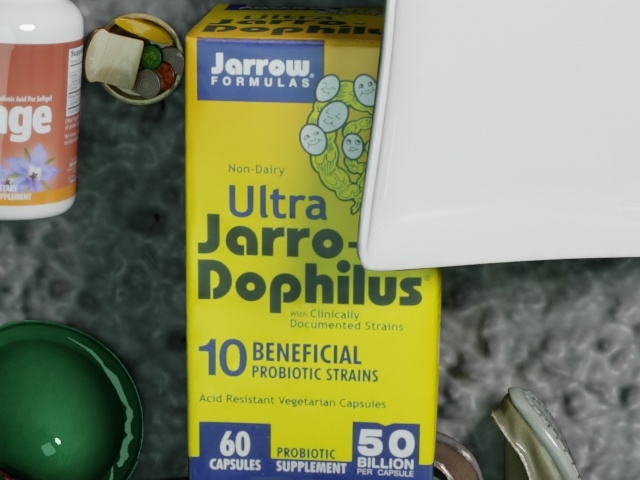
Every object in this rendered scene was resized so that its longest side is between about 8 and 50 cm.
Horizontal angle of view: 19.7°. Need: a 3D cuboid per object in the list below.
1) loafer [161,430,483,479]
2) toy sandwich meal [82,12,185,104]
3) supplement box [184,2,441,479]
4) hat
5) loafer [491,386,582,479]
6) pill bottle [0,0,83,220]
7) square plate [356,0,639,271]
[{"bbox_3d":[-0.037,0.260,1.573,0.366,0.130,0.133,-15,103,8],"label":"loafer"},{"bbox_3d":[-0.154,-0.150,1.527,0.086,0.029,0.085,1,105,4],"label":"toy sandwich meal"},{"bbox_3d":[0.000,0.000,1.470,0.194,0.195,0.356,1,104,4],"label":"supplement box"},{"bbox_3d":[-0.244,0.168,1.520,0.208,0.183,0.173,23,98,7],"label":"hat"},{"bbox_3d":[0.191,0.245,1.572,0.087,0.094,0.251,-21,102,5],"label":"loafer"},{"bbox_3d":[-0.254,-0.133,1.491,0.121,0.121,0.216,5,105,3],"label":"pill bottle"},{"bbox_3d":[0.178,-0.156,1.352,0.344,0.049,0.347,-2,104,-31],"label":"square plate"}]
